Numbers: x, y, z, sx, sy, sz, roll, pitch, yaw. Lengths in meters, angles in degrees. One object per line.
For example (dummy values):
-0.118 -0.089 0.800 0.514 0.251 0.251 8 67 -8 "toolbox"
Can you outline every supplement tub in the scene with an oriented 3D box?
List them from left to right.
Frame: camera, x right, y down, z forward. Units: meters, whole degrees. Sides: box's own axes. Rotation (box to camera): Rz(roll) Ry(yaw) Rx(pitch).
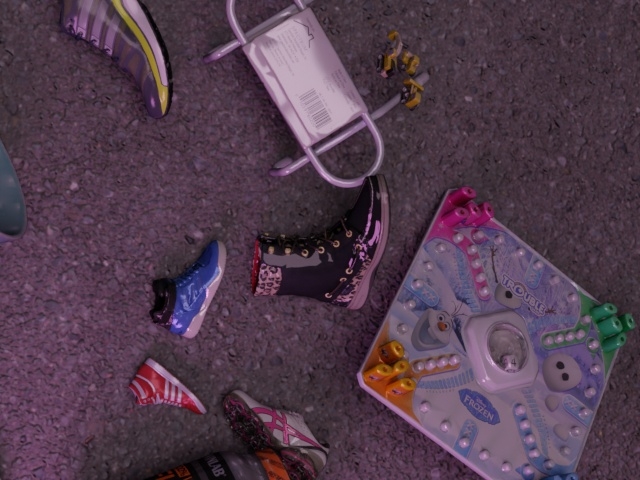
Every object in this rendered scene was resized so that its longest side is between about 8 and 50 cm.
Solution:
-0.192 0.421 1.893 0.316 0.193 0.193 -19 96 -16 "supplement tub"

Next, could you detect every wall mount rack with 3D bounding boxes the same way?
0.007 -0.262 1.986 0.304 0.130 0.350 -32 100 -11 "wall mount rack"

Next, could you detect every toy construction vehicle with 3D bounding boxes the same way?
0.127 -0.258 2.001 0.086 0.035 0.098 35 50 -33 "toy construction vehicle"

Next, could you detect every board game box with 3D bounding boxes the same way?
0.285 0.164 2.029 0.390 0.050 0.390 37 57 -13 "board game box"

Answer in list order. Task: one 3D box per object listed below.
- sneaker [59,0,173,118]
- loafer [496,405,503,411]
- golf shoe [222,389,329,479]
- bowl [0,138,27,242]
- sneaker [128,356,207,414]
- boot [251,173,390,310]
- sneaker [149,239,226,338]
-0.304 -0.307 1.910 0.121 0.111 0.300 -26 97 2 "sneaker"
0.245 0.249 2.065 0.112 0.111 0.319 -37 101 -13 "loafer"
-0.067 0.285 2.004 0.186 0.067 0.086 44 47 -8 "golf shoe"
-0.538 -0.103 1.751 0.163 0.311 0.311 -28 99 4 "bowl"
-0.228 0.233 1.958 0.118 0.042 0.067 41 75 -6 "sneaker"
0.000 0.002 1.961 0.179 0.085 0.236 5 126 -13 "boot"
-0.200 0.061 1.956 0.085 0.058 0.152 22 91 -24 "sneaker"
